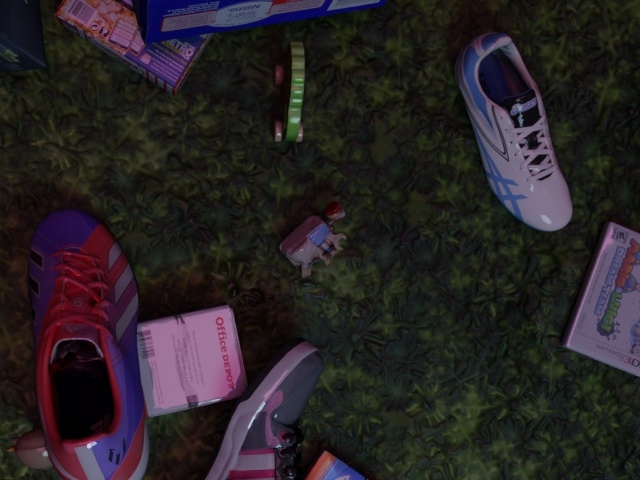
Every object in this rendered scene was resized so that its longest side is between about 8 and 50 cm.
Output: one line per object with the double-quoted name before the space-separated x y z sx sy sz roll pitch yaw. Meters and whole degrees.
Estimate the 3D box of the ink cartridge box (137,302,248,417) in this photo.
"ink cartridge box" -0.152 0.127 0.955 0.135 0.056 0.099 -11 91 -8

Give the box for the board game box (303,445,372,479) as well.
"board game box" -0.019 0.383 0.990 0.145 0.027 0.281 36 84 -9

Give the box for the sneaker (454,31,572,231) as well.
"sneaker" 0.219 -0.117 1.003 0.085 0.086 0.237 -26 95 -10

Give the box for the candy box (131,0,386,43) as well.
"candy box" -0.085 -0.381 0.900 0.268 0.122 0.317 -13 83 -17

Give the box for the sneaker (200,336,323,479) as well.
"sneaker" -0.029 0.263 0.912 0.178 0.124 0.295 28 91 18

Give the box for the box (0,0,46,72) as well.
"box" -0.318 -0.268 0.843 0.059 0.233 0.183 -5 90 -3

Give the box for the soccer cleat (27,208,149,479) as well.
"soccer cleat" -0.225 0.081 0.854 0.109 0.116 0.318 -11 57 -9

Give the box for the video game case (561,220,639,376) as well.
"video game case" 0.373 0.075 1.058 0.143 0.019 0.157 22 86 -8

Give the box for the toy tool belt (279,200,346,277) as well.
"toy tool belt" 0.000 0.000 0.990 0.083 0.052 0.051 -41 127 -4

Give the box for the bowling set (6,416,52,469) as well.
"bowling set" -0.369 0.272 0.871 0.287 0.154 0.199 -5 90 -9

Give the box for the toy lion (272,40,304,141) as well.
"toy lion" -0.030 -0.158 0.957 0.034 0.096 0.100 1 90 -9

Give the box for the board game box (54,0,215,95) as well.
"board game box" -0.166 -0.276 0.962 0.147 0.045 0.193 33 85 -7
